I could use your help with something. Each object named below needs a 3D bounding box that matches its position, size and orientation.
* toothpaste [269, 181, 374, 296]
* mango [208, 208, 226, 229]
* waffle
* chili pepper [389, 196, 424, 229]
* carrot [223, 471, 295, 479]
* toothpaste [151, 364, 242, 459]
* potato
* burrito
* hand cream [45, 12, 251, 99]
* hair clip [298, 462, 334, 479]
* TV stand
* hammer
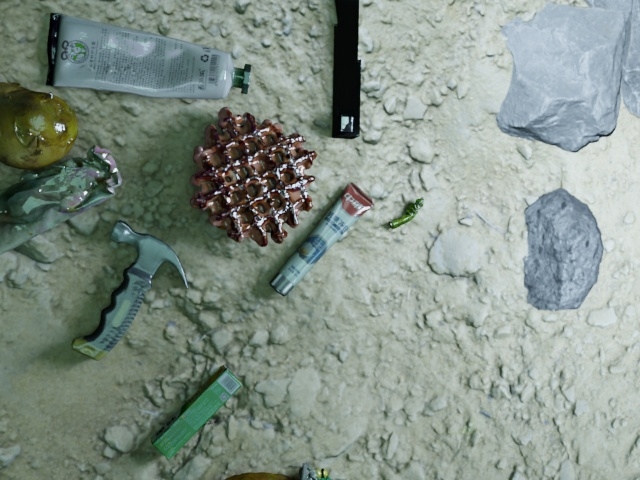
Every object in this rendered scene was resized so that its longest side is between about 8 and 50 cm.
[{"bbox_3d":[0.000,0.000,1.320,0.062,0.039,0.239,42,80,-4],"label":"toothpaste"},{"bbox_3d":[-0.149,-0.049,1.277,0.089,0.046,0.060,-12,93,-17],"label":"mango"},{"bbox_3d":[-0.113,-0.105,1.255,0.221,0.055,0.234,21,67,-20],"label":"waffle"},{"bbox_3d":[0.161,-0.049,1.364,0.083,0.022,0.027,-40,102,-5],"label":"chili pepper"},{"bbox_3d":[-0.158,0.557,1.210,0.242,0.340,0.241,4,113,8],"label":"carrot"},{"bbox_3d":[-0.213,0.294,1.278,0.178,0.037,0.043,-45,104,-8],"label":"toothpaste"},{"bbox_3d":[-0.464,-0.178,1.151,0.176,0.137,0.137,22,86,21],"label":"potato"},{"bbox_3d":[-0.466,-0.053,1.191,0.309,0.066,0.096,-30,96,-10],"label":"burrito"},{"bbox_3d":[-0.285,-0.294,1.234,0.336,0.076,0.121,7,85,-7],"label":"hand cream"},{"bbox_3d":[-0.007,0.482,1.191,0.091,0.321,0.138,-29,102,23],"label":"hair clip"},{"bbox_3d":[0.047,-0.311,1.314,0.040,0.049,0.256,1,92,-12],"label":"TV stand"},{"bbox_3d":[-0.326,0.097,1.243,0.159,0.041,0.226,32,84,-11],"label":"hammer"}]
